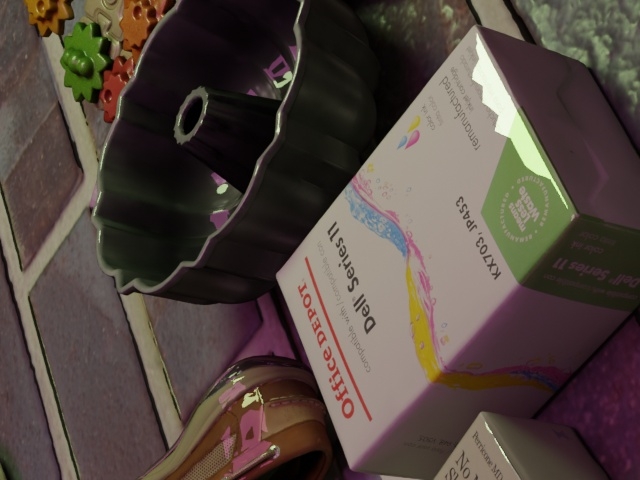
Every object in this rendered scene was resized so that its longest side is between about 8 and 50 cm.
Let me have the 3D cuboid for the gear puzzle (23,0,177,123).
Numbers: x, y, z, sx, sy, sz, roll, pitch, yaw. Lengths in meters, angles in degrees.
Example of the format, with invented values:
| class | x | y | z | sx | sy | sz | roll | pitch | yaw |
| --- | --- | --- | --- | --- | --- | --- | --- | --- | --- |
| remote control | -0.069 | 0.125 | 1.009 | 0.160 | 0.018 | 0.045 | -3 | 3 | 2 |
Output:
| class | x | y | z | sx | sy | sz | roll | pitch | yaw |
| --- | --- | --- | --- | --- | --- | --- | --- | --- | --- |
| gear puzzle | -0.215 | -0.207 | 1.901 | 0.339 | 0.044 | 0.175 | 39 | 120 | 39 |

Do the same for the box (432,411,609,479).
| class | x | y | z | sx | sy | sz | roll | pitch | yaw |
| --- | --- | --- | --- | --- | --- | --- | --- | --- | --- |
| box | 0.102 | 0.261 | 1.349 | 0.275 | 0.094 | 0.113 | -60 | 38 | 24 |

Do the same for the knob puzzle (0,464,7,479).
| class | x | y | z | sx | sy | sz | roll | pitch | yaw |
| --- | --- | --- | --- | --- | --- | --- | --- | --- | --- |
| knob puzzle | -0.386 | 0.304 | 2.068 | 0.213 | 0.030 | 0.213 | -21 | 64 | 51 |

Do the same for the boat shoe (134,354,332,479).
| class | x | y | z | sx | sy | sz | roll | pitch | yaw |
| --- | --- | --- | --- | --- | --- | --- | --- | --- | --- |
| boat shoe | -0.096 | 0.246 | 1.609 | 0.324 | 0.122 | 0.120 | -58 | 43 | 27 |

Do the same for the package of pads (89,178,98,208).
| class | x | y | z | sx | sy | sz | roll | pitch | yaw |
| --- | --- | --- | --- | --- | --- | --- | --- | --- | --- |
| package of pads | -0.208 | -0.064 | 1.933 | 0.050 | 0.032 | 0.083 | 26 | 101 | 51 |

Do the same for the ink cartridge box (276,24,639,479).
| class | x | y | z | sx | sy | sz | roll | pitch | yaw |
| --- | --- | --- | --- | --- | --- | --- | --- | --- | --- |
| ink cartridge box | 0.091 | 0.041 | 1.409 | 0.353 | 0.119 | 0.207 | -52 | 43 | 31 |

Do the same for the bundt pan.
| class | x | y | z | sx | sy | sz | roll | pitch | yaw |
| --- | --- | --- | --- | --- | --- | --- | --- | --- | --- |
| bundt pan | -0.063 | -0.089 | 1.633 | 0.331 | 0.124 | 0.331 | -38 | 41 | 42 |
